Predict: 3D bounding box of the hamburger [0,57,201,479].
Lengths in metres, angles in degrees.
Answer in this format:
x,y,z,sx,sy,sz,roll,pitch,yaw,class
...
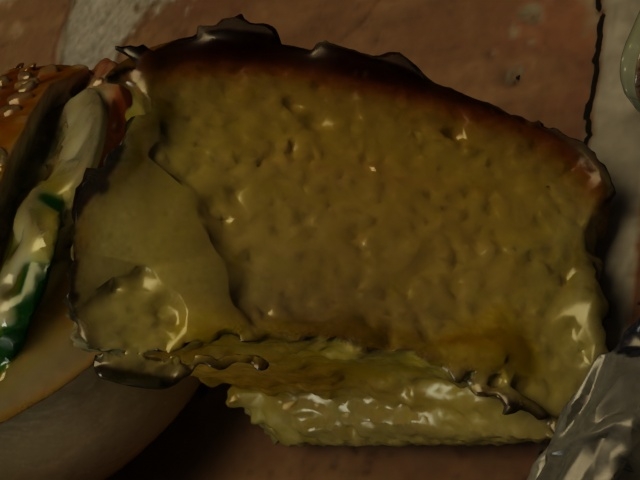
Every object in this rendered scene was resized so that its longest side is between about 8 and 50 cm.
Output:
x,y,z,sx,sy,sz,roll,pitch,yaw,class
-0.142,0.021,0.638,0.237,0.147,0.237,-28,32,20,hamburger

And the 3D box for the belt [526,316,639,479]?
x,y,z,sx,sy,sz,roll,pitch,yaw,class
0.110,0.129,0.387,0.230,0.126,0.139,-66,16,-7,belt

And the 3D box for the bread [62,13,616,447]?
x,y,z,sx,sy,sz,roll,pitch,yaw,class
0.000,0.000,0.525,0.169,0.160,0.140,-7,64,40,bread

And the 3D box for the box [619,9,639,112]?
x,y,z,sx,sy,sz,roll,pitch,yaw,class
0.157,-0.082,0.482,0.062,0.089,0.122,21,84,35,box
